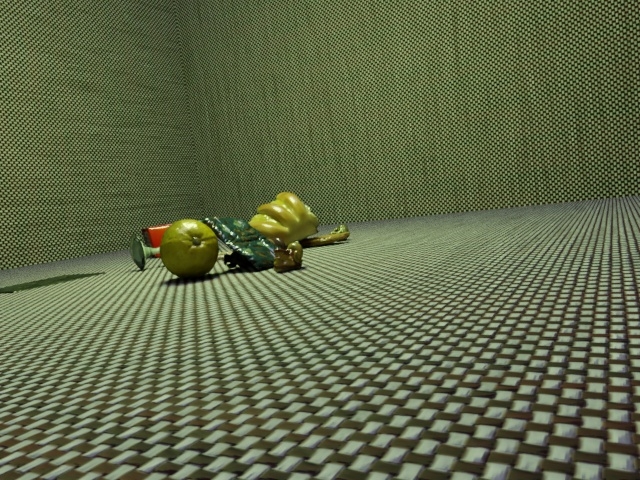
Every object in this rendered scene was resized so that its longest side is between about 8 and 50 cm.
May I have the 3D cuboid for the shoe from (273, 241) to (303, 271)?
[{"bbox_3d":[-0.083,0.045,1.343,0.109,0.069,0.072,-16,15,-35],"label":"shoe"}]

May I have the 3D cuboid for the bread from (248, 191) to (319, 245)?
[{"bbox_3d":[-0.170,-0.079,2.057,0.270,0.212,0.315,-23,3,-11],"label":"bread"}]

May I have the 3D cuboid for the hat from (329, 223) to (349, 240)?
[{"bbox_3d":[0.086,-0.027,2.126,0.076,0.059,0.077,-49,15,-28],"label":"hat"}]

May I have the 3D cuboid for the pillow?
[{"bbox_3d":[-0.219,0.001,1.503,0.255,0.034,0.189,37,22,22],"label":"pillow"}]

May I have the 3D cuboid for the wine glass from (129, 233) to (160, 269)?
[{"bbox_3d":[-0.572,0.024,1.956,0.321,0.144,0.143,-9,5,-39],"label":"wine glass"}]

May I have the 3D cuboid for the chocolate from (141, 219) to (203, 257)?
[{"bbox_3d":[-0.732,-0.015,2.603,0.341,0.162,0.360,-9,4,-24],"label":"chocolate"}]

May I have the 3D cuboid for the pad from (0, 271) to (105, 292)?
[{"bbox_3d":[-1.014,0.153,1.821,0.247,0.007,0.367,-5,4,27],"label":"pad"}]

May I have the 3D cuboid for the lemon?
[{"bbox_3d":[-0.372,0.025,1.419,0.169,0.170,0.207,-9,-2,-27],"label":"lemon"}]

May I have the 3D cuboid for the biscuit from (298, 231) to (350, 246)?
[{"bbox_3d":[0.000,0.001,2.024,0.224,0.033,0.144,-9,5,30],"label":"biscuit"}]

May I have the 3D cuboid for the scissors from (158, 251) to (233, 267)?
[{"bbox_3d":[-0.459,0.071,1.895,0.317,0.024,0.160,-10,5,-36],"label":"scissors"}]

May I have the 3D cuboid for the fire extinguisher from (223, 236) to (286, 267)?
[{"bbox_3d":[-0.213,0.038,1.560,0.252,0.075,0.106,-10,-5,-45],"label":"fire extinguisher"}]
